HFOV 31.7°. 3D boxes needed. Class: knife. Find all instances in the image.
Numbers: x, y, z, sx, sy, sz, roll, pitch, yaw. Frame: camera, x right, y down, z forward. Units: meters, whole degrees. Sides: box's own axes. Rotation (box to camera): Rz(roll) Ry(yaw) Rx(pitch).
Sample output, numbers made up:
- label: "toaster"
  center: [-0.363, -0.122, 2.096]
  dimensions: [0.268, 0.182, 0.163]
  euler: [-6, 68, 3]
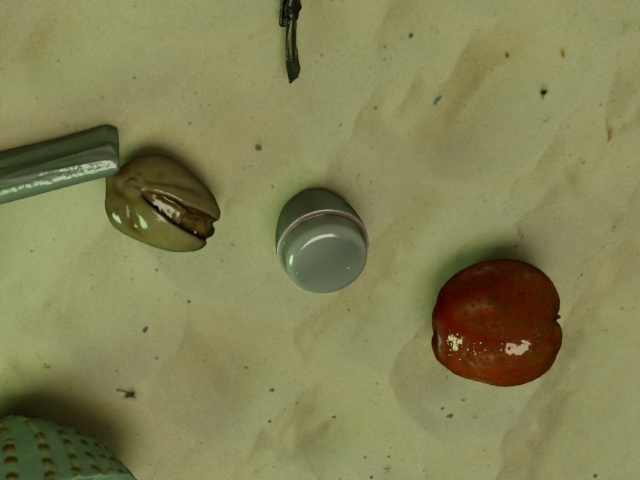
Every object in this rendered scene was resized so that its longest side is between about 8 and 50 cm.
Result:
- label: "knife"
  center: [-0.032, -0.278, 1.255]
  dimensions: [0.021, 0.045, 0.222]
  euler: [17, 133, 21]

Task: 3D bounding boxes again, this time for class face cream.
- label: "face cream"
  center: [0.000, 0.000, 1.414]
  dimensions: [0.117, 0.104, 0.117]
  euler: [-6, 126, -9]

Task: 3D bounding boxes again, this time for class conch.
- label: "conch"
  center: [-0.414, 0.346, 1.507]
  dimensions: [0.319, 0.215, 0.303]
  euler: [-4, 140, -50]

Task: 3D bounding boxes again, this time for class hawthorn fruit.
- label: "hawthorn fruit"
  center: [0.236, 0.113, 1.513]
  dimensions: [0.189, 0.189, 0.189]
  euler: [-6, 126, -9]

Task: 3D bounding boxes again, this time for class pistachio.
- label: "pistachio"
  center: [-0.188, -0.041, 1.347]
  dimensions: [0.113, 0.113, 0.149]
  euler: [-39, 130, 15]

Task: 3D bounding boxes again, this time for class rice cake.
- label: "rice cake"
  center: [-0.339, -0.078, 1.296]
  dimensions: [0.221, 0.080, 0.042]
  euler: [-14, 130, -2]
